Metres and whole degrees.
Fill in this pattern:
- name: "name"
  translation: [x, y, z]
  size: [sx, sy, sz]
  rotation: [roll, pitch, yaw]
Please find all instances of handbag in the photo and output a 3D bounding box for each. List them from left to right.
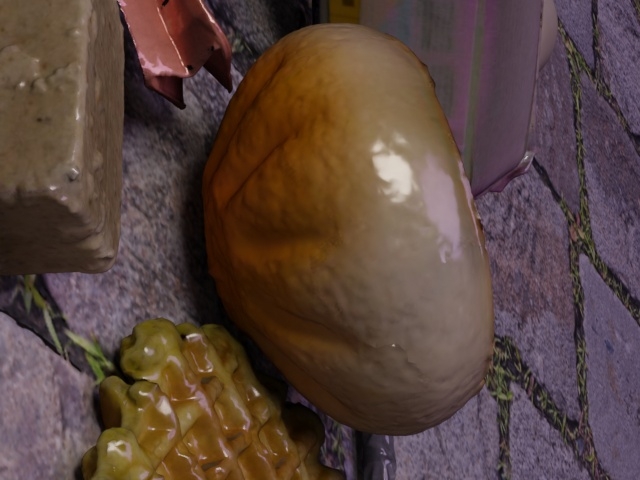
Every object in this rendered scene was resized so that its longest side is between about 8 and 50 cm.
- name: "handbag"
  translation: [-0.118, -0.199, 1.063]
  size: [0.157, 0.059, 0.213]
  rotation: [50, 17, -86]

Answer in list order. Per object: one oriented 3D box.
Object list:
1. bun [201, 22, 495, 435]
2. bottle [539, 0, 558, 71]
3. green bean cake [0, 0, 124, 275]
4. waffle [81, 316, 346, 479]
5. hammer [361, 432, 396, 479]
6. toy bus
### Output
- name: "bun"
  translation: [0.000, 0.000, 1.133]
  size: [0.299, 0.164, 0.299]
  rotation: [167, -90, -80]
- name: "bottle"
  translation: [0.129, -0.188, 1.571]
  size: [0.236, 0.147, 0.148]
  rotation: [-40, 114, -55]
- name: "green bean cake"
  translation: [-0.162, -0.077, 0.922]
  size: [0.109, 0.085, 0.179]
  rotation: [76, 11, -62]
- name: "waffle"
  translation: [-0.061, 0.198, 1.053]
  size: [0.301, 0.058, 0.282]
  rotation: [55, 30, -35]
- name: "hammer"
  translation: [0.045, 0.204, 1.292]
  size: [0.152, 0.044, 0.427]
  rotation: [41, 41, -53]
- name: "toy bus"
  translation: [0.097, -0.220, 1.310]
  size: [0.171, 0.162, 0.386]
  rotation: [-38, 135, -52]
